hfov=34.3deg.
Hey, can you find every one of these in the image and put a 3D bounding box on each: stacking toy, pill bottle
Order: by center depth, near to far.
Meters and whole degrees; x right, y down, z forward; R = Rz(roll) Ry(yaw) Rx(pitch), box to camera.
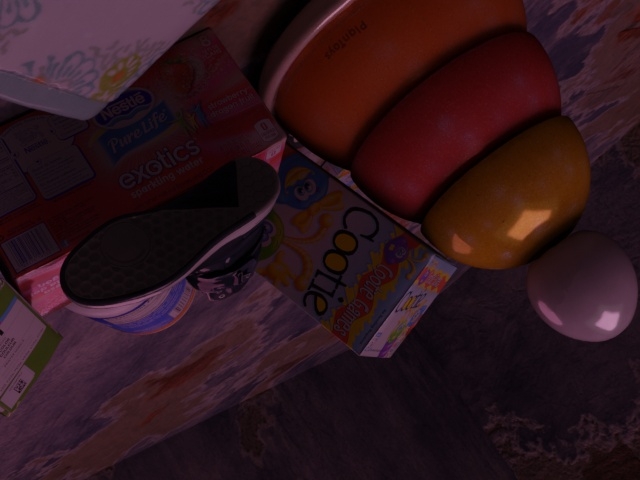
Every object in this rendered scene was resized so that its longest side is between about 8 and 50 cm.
[{"bbox_3d":[0.182,-0.083,1.184,0.351,0.480,0.350,-31,166,-9],"label":"stacking toy"},{"bbox_3d":[-0.251,0.026,1.262,0.152,0.152,0.272,-34,166,-1],"label":"pill bottle"}]

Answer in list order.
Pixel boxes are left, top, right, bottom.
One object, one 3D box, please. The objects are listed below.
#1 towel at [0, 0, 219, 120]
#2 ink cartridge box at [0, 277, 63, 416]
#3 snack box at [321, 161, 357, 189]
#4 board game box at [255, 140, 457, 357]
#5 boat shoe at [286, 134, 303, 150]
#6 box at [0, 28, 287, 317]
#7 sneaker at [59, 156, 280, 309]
[{"bbox_3d":[-0.159,-0.231,0.730,0.320,0.090,0.374,-37,166,15],"label":"towel"},{"bbox_3d":[-0.378,0.041,0.938,0.097,0.189,0.255,-59,154,-21],"label":"ink cartridge box"},{"bbox_3d":[0.057,-0.120,1.704,0.141,0.037,0.100,-22,161,-40],"label":"snack box"},{"bbox_3d":[0.000,0.000,1.225,0.142,0.275,0.144,-54,161,4],"label":"board game box"},{"bbox_3d":[-0.043,-0.146,1.370,0.043,0.049,0.137,-38,168,5],"label":"boat shoe"},{"bbox_3d":[-0.203,-0.067,1.058,0.300,0.154,0.142,-30,166,-19],"label":"box"},{"bbox_3d":[-0.144,0.025,1.001,0.226,0.086,0.163,-29,163,-25],"label":"sneaker"}]
